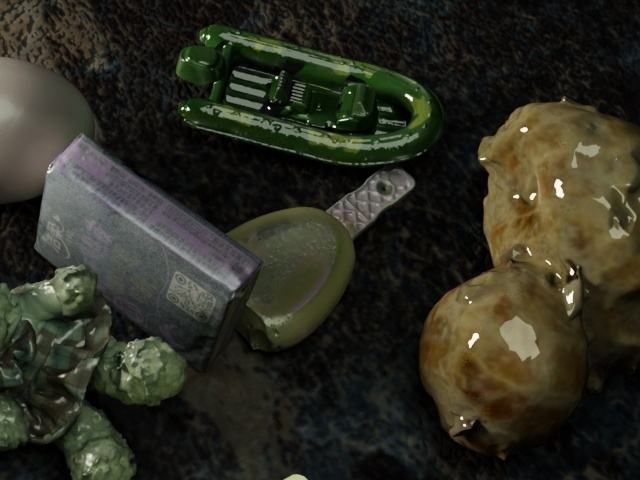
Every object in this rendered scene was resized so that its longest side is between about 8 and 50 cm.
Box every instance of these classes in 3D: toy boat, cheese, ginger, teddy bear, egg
[{"bbox_3d":[-0.008,-0.107,1.250,0.210,0.052,0.104,14,54,-1],"label":"toy boat"},{"bbox_3d":[0.000,0.000,1.197,0.097,0.037,0.192,43,58,12],"label":"cheese"},{"bbox_3d":[0.252,0.031,1.175,0.375,0.176,0.256,3,77,-15],"label":"ginger"},{"bbox_3d":[-0.194,0.065,1.059,0.213,0.111,0.133,33,94,-15],"label":"teddy bear"},{"bbox_3d":[-0.226,-0.077,1.144,0.135,0.103,0.103,0,60,-16],"label":"egg"}]

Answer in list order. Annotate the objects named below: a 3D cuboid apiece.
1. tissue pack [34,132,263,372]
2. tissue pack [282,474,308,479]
[{"bbox_3d":[-0.121,0.010,1.113,0.156,0.112,0.051,35,56,7],"label":"tissue pack"},{"bbox_3d":[-0.078,0.262,0.943,0.234,0.159,0.125,-34,73,-29],"label":"tissue pack"}]
